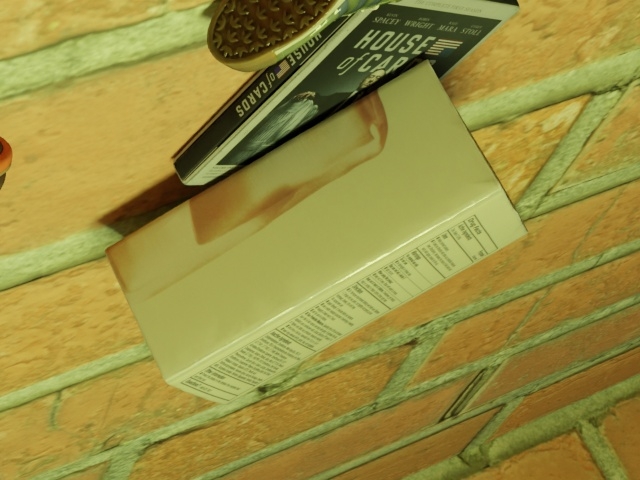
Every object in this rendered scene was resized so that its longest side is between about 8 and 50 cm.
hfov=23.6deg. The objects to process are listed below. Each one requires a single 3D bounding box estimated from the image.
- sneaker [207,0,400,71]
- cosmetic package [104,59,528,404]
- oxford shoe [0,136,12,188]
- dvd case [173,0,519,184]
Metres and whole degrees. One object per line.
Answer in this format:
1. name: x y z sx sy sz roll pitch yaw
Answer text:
1. sneaker: 0.021 -0.169 1.005 0.192 0.064 0.086 -39 154 18
2. cosmetic package: 0.000 0.000 1.221 0.296 0.129 0.153 -29 161 6
3. oxford shoe: -0.301 0.015 0.912 0.271 0.097 0.098 -30 136 -27
4. dvd case: 0.020 -0.121 1.180 0.239 0.029 0.179 -41 158 33
